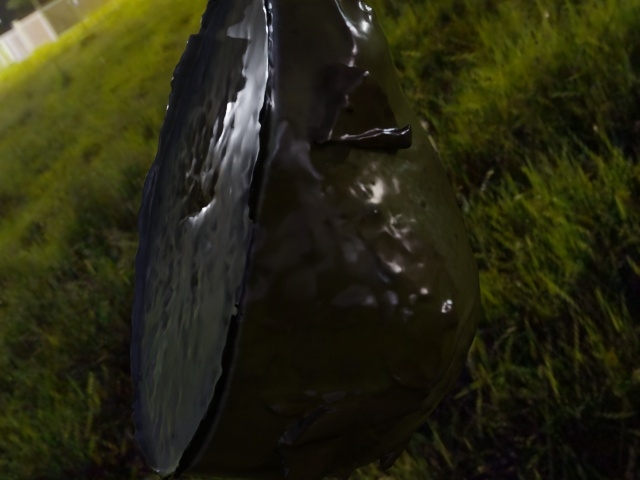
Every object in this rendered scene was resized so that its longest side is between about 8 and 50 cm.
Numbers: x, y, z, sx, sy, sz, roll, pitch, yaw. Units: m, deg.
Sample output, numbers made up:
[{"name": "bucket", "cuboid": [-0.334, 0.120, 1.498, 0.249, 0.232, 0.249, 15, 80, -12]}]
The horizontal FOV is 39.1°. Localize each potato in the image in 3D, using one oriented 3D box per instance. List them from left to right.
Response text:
[{"name": "potato", "cuboid": [0.000, 0.000, 0.572, 0.196, 0.300, 0.246, 9, -5, -27]}]
